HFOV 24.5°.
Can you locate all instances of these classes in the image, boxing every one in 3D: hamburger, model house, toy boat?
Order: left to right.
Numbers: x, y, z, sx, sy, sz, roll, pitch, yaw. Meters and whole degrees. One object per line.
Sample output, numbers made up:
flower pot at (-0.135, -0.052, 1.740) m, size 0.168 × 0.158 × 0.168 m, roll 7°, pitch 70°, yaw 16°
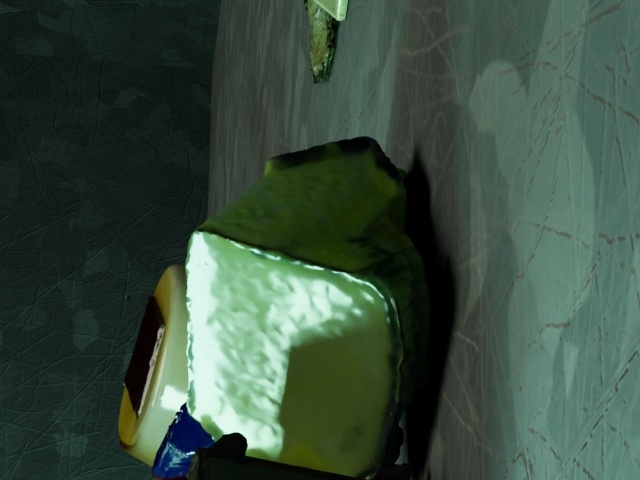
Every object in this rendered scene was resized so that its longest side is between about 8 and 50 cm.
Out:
hamburger at (-0.148, 0.169, 1.900) m, size 0.302 × 0.170 × 0.302 m, roll -164°, pitch 90°, yaw -75°
toy boat at (-0.061, 0.166, 1.608) m, size 0.219 × 0.072 × 0.318 m, roll -45°, pitch -12°, yaw 26°
model house at (0.020, 0.047, 1.088) m, size 0.211 × 0.170 × 0.194 m, roll -47°, pitch -36°, yaw -54°

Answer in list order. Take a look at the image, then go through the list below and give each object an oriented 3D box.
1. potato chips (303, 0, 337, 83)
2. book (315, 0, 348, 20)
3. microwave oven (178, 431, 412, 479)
potato chips at (0.005, -0.288, 1.669) m, size 0.220 × 0.029 × 0.202 m, roll 100°, pitch 170°, yaw -53°
book at (0.010, -0.296, 1.548) m, size 0.077 × 0.014 × 0.111 m, roll 48°, pitch 139°, yaw 46°
microwave oven at (-0.015, 0.272, 0.926) m, size 0.247 × 0.188 × 0.178 m, roll -91°, pitch 14°, yaw -62°
